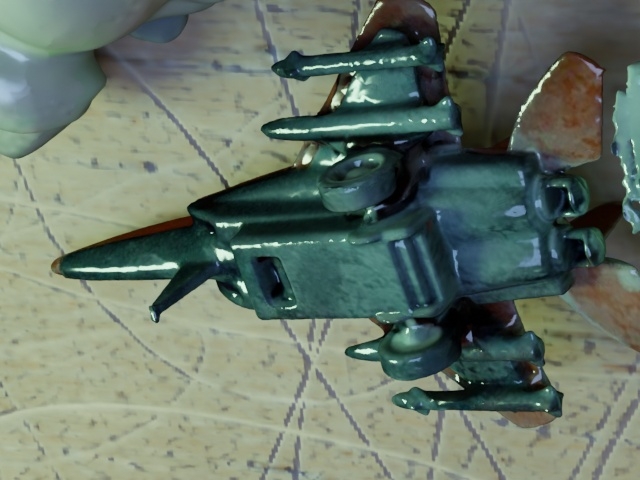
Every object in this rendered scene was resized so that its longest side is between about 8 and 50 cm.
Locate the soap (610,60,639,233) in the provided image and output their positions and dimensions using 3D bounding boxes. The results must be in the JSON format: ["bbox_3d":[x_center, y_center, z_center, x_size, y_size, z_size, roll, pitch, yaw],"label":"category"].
[{"bbox_3d":[0.257,-0.020,0.758,0.261,0.094,0.150,-8,84,23],"label":"soap"}]

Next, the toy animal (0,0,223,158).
[{"bbox_3d":[-0.131,-0.180,0.787,0.368,0.196,0.241,-34,101,34],"label":"toy animal"}]

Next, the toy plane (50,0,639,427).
[{"bbox_3d":[-0.002,0.003,0.890,0.326,0.104,0.223,-10,114,25],"label":"toy plane"}]
